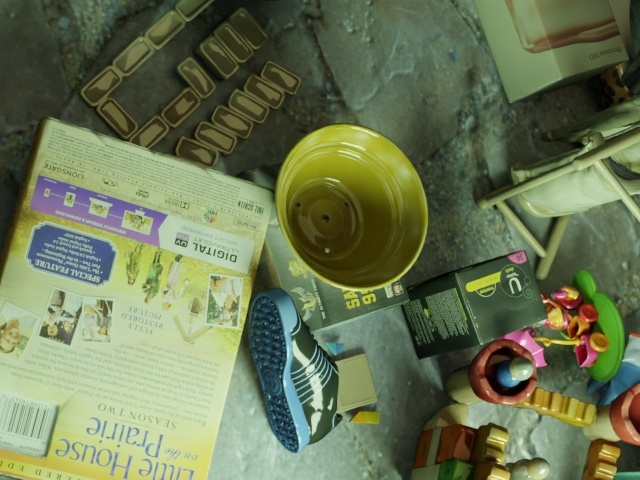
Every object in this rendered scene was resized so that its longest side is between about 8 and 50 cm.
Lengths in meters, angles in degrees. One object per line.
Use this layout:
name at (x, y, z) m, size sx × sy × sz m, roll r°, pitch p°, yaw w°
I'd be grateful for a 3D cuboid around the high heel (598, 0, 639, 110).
high heel at (0.423, -0.321, 2.098) m, size 0.093 × 0.186 × 0.261 m, roll -11°, pitch 50°, yaw -36°

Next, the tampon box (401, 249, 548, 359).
tampon box at (0.203, 0.087, 1.834) m, size 0.120 × 0.161 × 0.101 m, roll -18°, pitch 88°, yaw -30°

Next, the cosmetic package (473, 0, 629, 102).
cosmetic package at (0.321, -0.373, 2.012) m, size 0.153 × 0.129 × 0.296 m, roll -20°, pitch 89°, yaw -30°

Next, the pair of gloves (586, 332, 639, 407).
pair of gloves at (0.495, 0.231, 1.974) m, size 0.198 × 0.023 × 0.159 m, roll 26°, pitch 69°, yaw 15°

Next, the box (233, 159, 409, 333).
box at (0.000, 0.000, 1.808) m, size 0.183 × 0.056 × 0.231 m, roll -15°, pitch 86°, yaw -29°

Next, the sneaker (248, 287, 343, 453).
sneaker at (-0.027, 0.154, 1.719) m, size 0.090 × 0.081 × 0.232 m, roll -28°, pitch 123°, yaw -34°

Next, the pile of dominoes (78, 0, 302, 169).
pile of dominoes at (-0.168, -0.200, 1.790) m, size 0.251 × 0.040 × 0.196 m, roll -45°, pitch 101°, yaw -19°

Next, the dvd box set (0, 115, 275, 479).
dvd box set at (-0.245, 0.096, 1.630) m, size 0.307 × 0.062 × 0.420 m, roll 16°, pitch 78°, yaw -20°

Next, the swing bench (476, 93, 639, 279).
swing bench at (0.405, -0.098, 1.925) m, size 0.165 × 0.253 × 0.255 m, roll 50°, pitch 62°, yaw -9°

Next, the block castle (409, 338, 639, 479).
block castle at (0.279, 0.376, 1.753) m, size 0.303 × 0.213 × 0.453 m, roll 18°, pitch 72°, yaw -12°

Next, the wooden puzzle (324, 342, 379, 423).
wooden puzzle at (0.040, 0.192, 1.813) m, size 0.078 × 0.014 × 0.116 m, roll -4°, pitch 81°, yaw -32°

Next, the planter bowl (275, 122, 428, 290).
planter bowl at (0.023, -0.035, 1.743) m, size 0.217 × 0.090 × 0.217 m, roll 6°, pitch 76°, yaw -26°

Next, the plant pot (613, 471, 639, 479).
plant pot at (0.501, 0.440, 1.914) m, size 0.234 × 0.166 × 0.165 m, roll 23°, pitch 70°, yaw -26°

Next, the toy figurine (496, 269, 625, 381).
toy figurine at (0.324, 0.122, 1.930) m, size 0.159 × 0.130 × 0.173 m, roll -2°, pitch 58°, yaw -18°
